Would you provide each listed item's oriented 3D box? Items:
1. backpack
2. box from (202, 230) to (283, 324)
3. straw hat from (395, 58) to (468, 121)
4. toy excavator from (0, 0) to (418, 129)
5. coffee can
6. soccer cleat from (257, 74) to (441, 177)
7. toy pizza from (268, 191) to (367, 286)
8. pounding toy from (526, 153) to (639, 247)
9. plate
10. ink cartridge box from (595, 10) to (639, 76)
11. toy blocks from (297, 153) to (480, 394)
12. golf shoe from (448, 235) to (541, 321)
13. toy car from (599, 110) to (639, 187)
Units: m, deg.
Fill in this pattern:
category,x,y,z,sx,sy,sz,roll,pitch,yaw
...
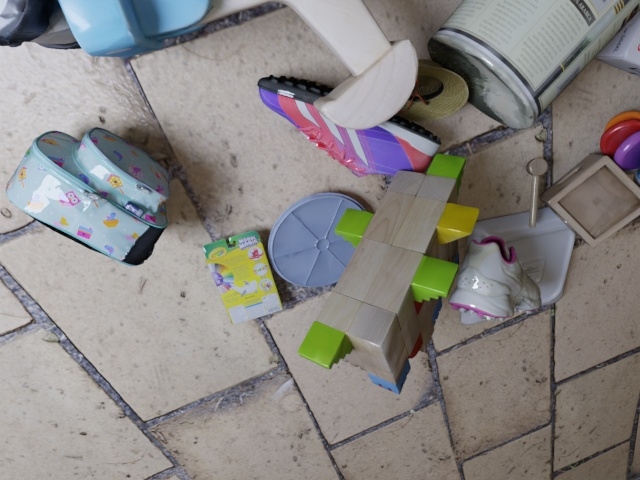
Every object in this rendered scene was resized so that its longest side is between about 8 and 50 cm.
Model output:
category,x,y,z,sx,sy,sz,roll,pitch,yaw
backpack,-0.307,-0.072,0.565,0.188,0.166,0.144,26,106,-29
box,-0.142,0.065,0.757,0.105,0.043,0.179,-16,123,-7
straw hat,0.162,-0.254,0.656,0.144,0.144,0.061,16,71,-23
toy excavator,-0.139,-0.294,0.424,0.444,0.222,0.433,-16,115,-2
coffee can,0.322,-0.332,0.585,0.201,0.202,0.275,35,104,-28
soccer cleat,0.043,-0.165,0.654,0.318,0.109,0.117,14,117,-24
toy pizza,0.000,0.000,0.766,0.201,0.032,0.202,-9,122,-14
pounding toy,0.492,-0.092,0.823,0.206,0.094,0.181,46,111,1
plate,0.458,0.064,0.925,0.277,0.045,0.278,-12,120,-10
ink cartridge box,0.601,-0.367,0.712,0.203,0.086,0.148,9,114,-19
toy blocks,0.135,0.084,0.674,0.382,0.190,0.261,-59,147,-26
golf shoe,0.346,0.065,0.766,0.306,0.115,0.140,2,95,-51
toy car,0.608,-0.176,0.765,0.136,0.182,0.159,0,135,-8
